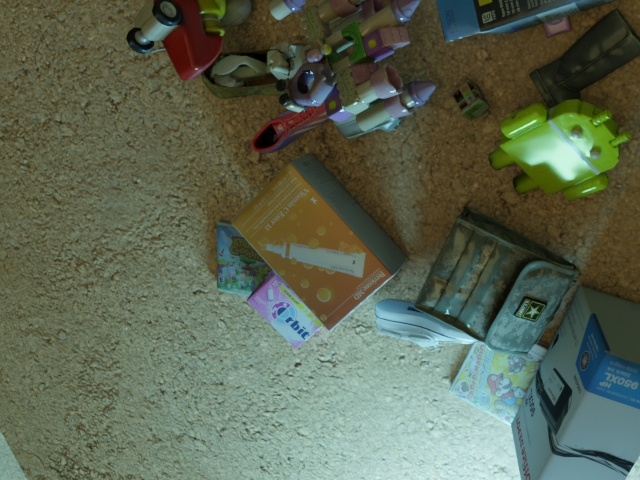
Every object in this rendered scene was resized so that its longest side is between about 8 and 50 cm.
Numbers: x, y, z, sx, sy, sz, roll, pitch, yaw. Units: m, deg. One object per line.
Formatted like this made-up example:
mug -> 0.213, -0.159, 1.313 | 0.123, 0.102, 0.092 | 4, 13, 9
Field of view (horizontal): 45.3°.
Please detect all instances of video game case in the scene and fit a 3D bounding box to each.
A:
video game case -> 0.439, 0.317, 1.800 | 0.206, 0.026, 0.226 | 28, 116, 13
video game case -> -0.171, 0.056, 1.980 | 0.213, 0.023, 0.193 | 10, 111, 20

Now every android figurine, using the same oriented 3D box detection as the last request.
android figurine -> 0.481, -0.182, 1.539 | 0.248, 0.056, 0.273 | 41, 141, -23

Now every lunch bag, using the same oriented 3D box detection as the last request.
lunch bag -> 0.384, 0.099, 1.669 | 0.287, 0.169, 0.235 | 28, 109, 9

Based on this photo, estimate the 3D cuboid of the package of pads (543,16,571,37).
package of pads -> 0.467, -0.451, 1.526 | 0.050, 0.032, 0.083 | -12, 102, 24

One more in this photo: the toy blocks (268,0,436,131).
toy blocks -> 0.087, -0.402, 1.508 | 0.260, 0.309, 0.288 | -24, 72, 35

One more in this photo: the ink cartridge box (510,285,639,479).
ink cartridge box -> 0.556, 0.340, 1.593 | 0.166, 0.285, 0.394 | 18, 114, 0

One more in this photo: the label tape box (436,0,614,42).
label tape box -> 0.386, -0.537, 1.470 | 0.334, 0.106, 0.240 | -12, 91, 26

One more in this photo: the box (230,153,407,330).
box -> 0.000, 0.000, 1.793 | 0.345, 0.168, 0.215 | 47, 111, 3

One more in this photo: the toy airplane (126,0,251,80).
toy airplane -> -0.278, -0.573, 1.712 | 0.386, 0.273, 0.384 | 41, 113, 48

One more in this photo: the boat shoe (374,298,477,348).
boat shoe -> 0.252, 0.211, 1.808 | 0.268, 0.096, 0.088 | 9, 115, 22

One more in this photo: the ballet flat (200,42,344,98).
ballet flat -> -0.122, -0.392, 1.745 | 0.349, 0.123, 0.123 | -2, 106, 26

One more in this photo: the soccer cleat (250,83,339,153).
soccer cleat -> -0.058, -0.279, 1.777 | 0.248, 0.095, 0.083 | -32, 93, 29

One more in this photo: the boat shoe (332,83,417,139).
boat shoe -> 0.140, -0.283, 1.710 | 0.228, 0.079, 0.081 | -14, 125, 25

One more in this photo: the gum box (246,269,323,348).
gum box -> -0.086, 0.166, 1.933 | 0.188, 0.062, 0.107 | 45, 110, -7

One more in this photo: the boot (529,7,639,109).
boot -> 0.546, -0.323, 1.520 | 0.209, 0.076, 0.189 | -32, 95, 22

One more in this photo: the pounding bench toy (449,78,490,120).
pounding bench toy -> 0.324, -0.297, 1.633 | 0.052, 0.083, 0.065 | -36, 59, 27
